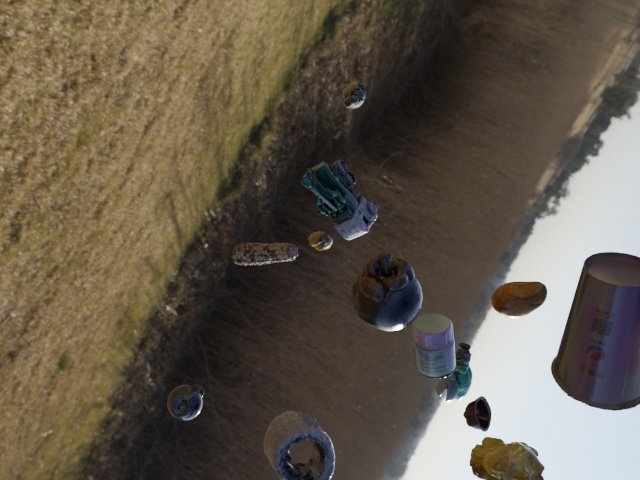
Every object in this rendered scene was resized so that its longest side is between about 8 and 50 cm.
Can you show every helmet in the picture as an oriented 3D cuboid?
[{"bbox_3d":[0.443,0.500,1.485,0.057,0.089,0.111,-25,179,35],"label":"helmet"}]

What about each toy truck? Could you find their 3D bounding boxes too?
[{"bbox_3d":[0.070,-0.167,2.109,0.176,0.363,0.178,-24,-151,40],"label":"toy truck"}]

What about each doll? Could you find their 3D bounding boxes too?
[{"bbox_3d":[0.554,0.532,2.135,0.195,0.153,0.259,-8,108,-70],"label":"doll"}]

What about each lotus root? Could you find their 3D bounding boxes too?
[{"bbox_3d":[0.000,0.000,1.694,0.063,0.072,0.152,-65,-161,-9],"label":"lotus root"},{"bbox_3d":[0.119,-0.502,1.800,0.165,0.088,0.088,-73,-178,-59],"label":"lotus root"}]

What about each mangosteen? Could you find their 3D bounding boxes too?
[{"bbox_3d":[0.190,0.137,1.488,0.211,0.211,0.250,-46,145,-38],"label":"mangosteen"}]

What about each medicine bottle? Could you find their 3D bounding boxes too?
[{"bbox_3d":[0.364,0.335,1.660,0.135,0.135,0.169,-38,126,-50],"label":"medicine bottle"}]

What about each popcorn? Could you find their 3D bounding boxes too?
[{"bbox_3d":[0.617,0.750,1.687,0.190,0.253,0.192,75,24,-66],"label":"popcorn"}]

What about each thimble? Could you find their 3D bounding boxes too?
[{"bbox_3d":[-0.070,0.715,1.749,0.217,0.246,0.157,-29,-166,-12],"label":"thimble"}]

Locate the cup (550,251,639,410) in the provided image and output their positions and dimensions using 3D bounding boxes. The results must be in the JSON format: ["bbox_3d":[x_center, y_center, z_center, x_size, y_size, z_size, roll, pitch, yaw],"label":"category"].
[{"bbox_3d":[0.608,0.181,1.089,0.203,0.202,0.289,-41,133,-46],"label":"cup"}]

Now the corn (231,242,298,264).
[{"bbox_3d":[-0.226,0.050,2.057,0.092,0.280,0.092,-4,90,-66],"label":"corn"}]

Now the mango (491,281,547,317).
[{"bbox_3d":[0.619,0.184,1.613,0.089,0.164,0.115,-60,143,-71],"label":"mango"}]

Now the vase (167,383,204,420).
[{"bbox_3d":[-0.460,0.554,1.811,0.120,0.120,0.183,-61,177,2],"label":"vase"}]
